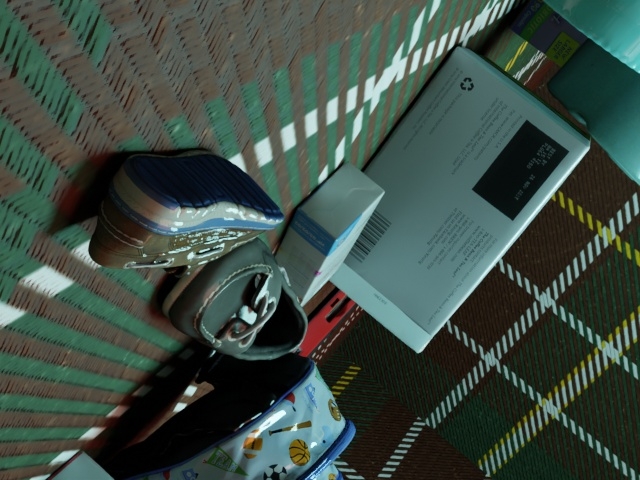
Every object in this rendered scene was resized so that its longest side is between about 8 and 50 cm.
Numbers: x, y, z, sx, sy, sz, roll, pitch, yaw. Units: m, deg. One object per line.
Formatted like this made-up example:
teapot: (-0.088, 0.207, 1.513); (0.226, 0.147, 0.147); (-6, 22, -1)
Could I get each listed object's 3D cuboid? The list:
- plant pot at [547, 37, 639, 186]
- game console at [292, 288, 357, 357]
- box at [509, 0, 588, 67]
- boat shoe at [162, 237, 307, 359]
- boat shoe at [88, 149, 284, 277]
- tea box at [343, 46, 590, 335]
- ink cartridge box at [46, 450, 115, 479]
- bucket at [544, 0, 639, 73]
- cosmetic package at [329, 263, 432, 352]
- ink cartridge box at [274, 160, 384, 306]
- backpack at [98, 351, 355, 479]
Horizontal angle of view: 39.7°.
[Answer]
plant pot: (0.542, -0.255, 1.306); (0.334, 0.341, 0.341); (-44, 175, 17)
game console: (-0.058, 0.261, 2.026); (0.386, 0.060, 0.342); (-43, 174, -41)
box: (0.441, -0.409, 1.486); (0.213, 0.117, 0.243); (-54, 172, 22)
boat shoe: (-0.066, 0.067, 0.894); (0.112, 0.095, 0.335); (-50, 172, -2)
boat shoe: (-0.086, -0.015, 0.562); (0.066, 0.066, 0.183); (-48, 163, 15)
tea box: (0.208, -0.081, 1.302); (0.329, 0.220, 0.323); (-53, 171, 16)
ink cartridge box: (-0.279, 0.305, 0.909); (0.109, 0.063, 0.150); (-42, 167, -52)
bucket: (0.392, -0.326, 1.076); (0.183, 0.281, 0.281); (-53, 172, 24)
cosmetic package: (0.140, 0.079, 1.630); (0.138, 0.224, 0.225); (-51, 172, 2)
ink cartridge box: (0.000, 0.000, 1.082); (0.104, 0.061, 0.181); (-45, 170, -35)
backpack: (-0.094, 0.257, 1.052); (0.263, 0.213, 0.276); (-35, -174, 45)
